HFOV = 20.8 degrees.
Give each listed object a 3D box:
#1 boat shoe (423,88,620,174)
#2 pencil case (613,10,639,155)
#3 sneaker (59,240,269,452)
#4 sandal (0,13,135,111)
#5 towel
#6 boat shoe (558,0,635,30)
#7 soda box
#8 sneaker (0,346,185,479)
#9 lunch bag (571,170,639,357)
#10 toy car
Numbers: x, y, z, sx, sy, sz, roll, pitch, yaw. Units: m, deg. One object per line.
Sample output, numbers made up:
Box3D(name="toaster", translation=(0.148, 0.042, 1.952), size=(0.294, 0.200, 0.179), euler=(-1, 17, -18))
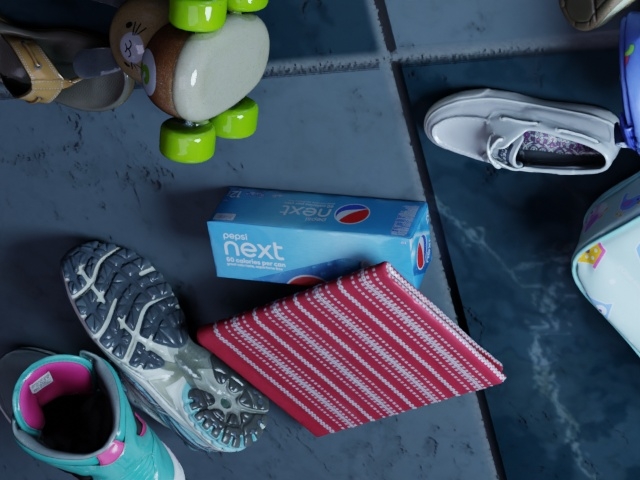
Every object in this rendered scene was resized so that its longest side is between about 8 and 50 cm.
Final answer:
Box3D(name="boat shoe", translation=(0.180, -0.090, 1.583), size=(0.184, 0.063, 0.066), euler=(11, 128, 13))
Box3D(name="pencil case", translation=(0.389, -0.123, 1.431), size=(0.306, 0.133, 0.119), euler=(3, 160, 18))
Box3D(name="sneaker", translation=(-0.190, 0.127, 1.864), size=(0.283, 0.110, 0.122), euler=(49, 143, -9))
Box3D(name="sandal", translation=(-0.289, -0.175, 1.706), size=(0.219, 0.060, 0.090), euler=(21, 130, 6))
Box3D(name="towel", translation=(0.027, 0.113, 1.766), size=(0.275, 0.031, 0.199), euler=(-21, 129, 40))
Box3D(name="boat shoe", translation=(0.273, -0.247, 1.431), size=(0.190, 0.072, 0.068), euler=(-41, 73, 49))
Box3D(name="soda box", translation=(0.000, 0.000, 1.718), size=(0.210, 0.067, 0.071), euler=(6, 126, 18))
Box3D(name="sneaker", translation=(-0.281, 0.171, 1.838), size=(0.295, 0.124, 0.178), euler=(32, 162, 36))
Box3D(name="lunch bag", translation=(0.386, 0.040, 1.571), size=(0.279, 0.108, 0.224), euler=(45, 123, -15))
Box3D(name="toy car", translation=(-0.156, -0.180, 1.610), size=(0.188, 0.149, 0.155), euler=(18, 118, 23))
